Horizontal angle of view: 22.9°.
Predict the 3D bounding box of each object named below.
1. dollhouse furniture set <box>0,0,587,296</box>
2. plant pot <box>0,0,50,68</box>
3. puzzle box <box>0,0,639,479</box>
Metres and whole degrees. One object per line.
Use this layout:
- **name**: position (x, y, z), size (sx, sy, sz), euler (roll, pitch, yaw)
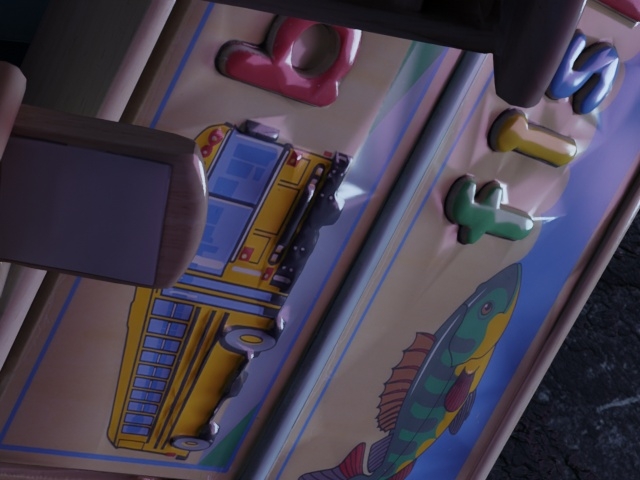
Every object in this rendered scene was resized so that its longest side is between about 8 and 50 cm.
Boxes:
- **dollhouse furniture set**: position (-0.048, 0.007, 0.274), size (0.303, 0.198, 0.286), euler (-84, -174, -49)
- **plant pot**: position (-0.073, -0.172, 0.671), size (0.165, 0.166, 0.234), euler (127, -34, -80)
- **puzzle box**: position (0.000, 0.000, 0.579), size (0.052, 0.272, 0.409), euler (40, -72, 44)
